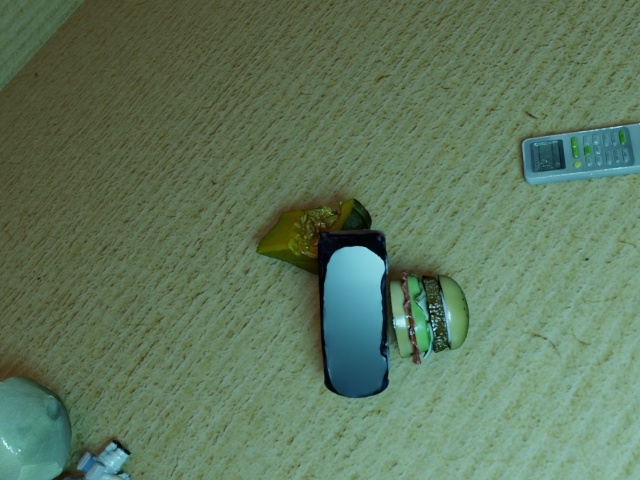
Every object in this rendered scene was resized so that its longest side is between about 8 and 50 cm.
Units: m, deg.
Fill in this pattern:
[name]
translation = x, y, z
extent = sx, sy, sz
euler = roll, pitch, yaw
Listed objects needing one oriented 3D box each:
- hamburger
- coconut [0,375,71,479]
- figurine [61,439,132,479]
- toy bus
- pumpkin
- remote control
[hamburger]
translation = 0.201, 0.133, 1.031
extent = 0.137, 0.175, 0.175
euler = -10, 60, 7
[coconut]
translation = -0.659, 0.422, 1.209
extent = 0.247, 0.245, 0.245
euler = -29, 56, 6
[figurine]
translation = -0.489, 0.520, 1.162
extent = 0.137, 0.112, 0.229
euler = 23, 65, 37
[toy bus]
translation = 0.066, 0.126, 1.040
extent = 0.127, 0.147, 0.303
euler = -2, 99, 9
[pumpkin]
translation = -0.002, 0.002, 1.220
extent = 0.248, 0.126, 0.131
euler = -3, 56, 41
[remote control]
translation = 0.536, -0.172, 1.121
extent = 0.250, 0.034, 0.103
euler = -4, 62, 22
